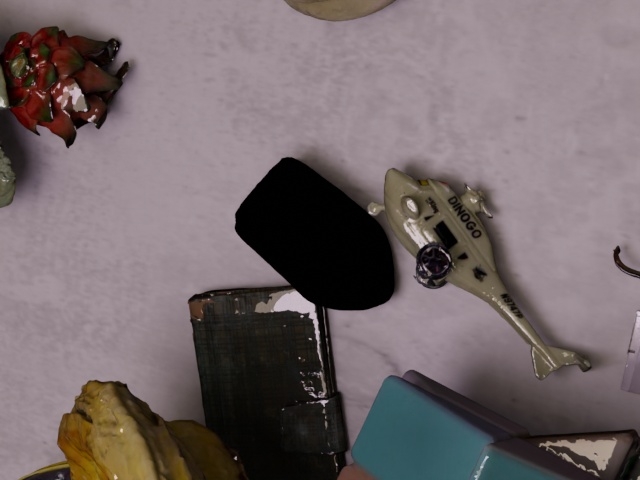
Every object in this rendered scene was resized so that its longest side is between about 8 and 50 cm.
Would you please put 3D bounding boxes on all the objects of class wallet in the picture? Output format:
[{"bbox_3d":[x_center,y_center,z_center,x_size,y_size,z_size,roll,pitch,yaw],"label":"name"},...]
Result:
[{"bbox_3d":[-0.055,0.208,1.367,0.169,0.044,0.317,-6,94,22],"label":"wallet"}]

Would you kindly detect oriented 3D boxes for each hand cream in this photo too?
[{"bbox_3d":[0.367,0.126,1.184,0.142,0.053,0.084,16,101,36],"label":"hand cream"}]

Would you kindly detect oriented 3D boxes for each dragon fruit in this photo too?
[{"bbox_3d":[-0.302,-0.183,1.395,0.142,0.121,0.130,31,115,-8],"label":"dragon fruit"}]

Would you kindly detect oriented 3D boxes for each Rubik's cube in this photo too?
[{"bbox_3d":[0.159,0.312,1.104,0.387,0.368,0.358,25,91,20],"label":"Rubik's cube"}]

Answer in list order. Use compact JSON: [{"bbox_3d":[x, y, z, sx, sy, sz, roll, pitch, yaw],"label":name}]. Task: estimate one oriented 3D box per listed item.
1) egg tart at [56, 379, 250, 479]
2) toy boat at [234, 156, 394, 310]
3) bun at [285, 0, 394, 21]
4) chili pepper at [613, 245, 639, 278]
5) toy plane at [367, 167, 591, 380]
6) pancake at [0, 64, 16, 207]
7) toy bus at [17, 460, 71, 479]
[{"bbox_3d":[-0.144,0.291,1.170,0.352,0.150,0.352,42,139,52],"label":"egg tart"},{"bbox_3d":[0.000,0.000,1.294,0.188,0.061,0.116,40,87,15],"label":"toy boat"},{"bbox_3d":[-0.004,-0.340,1.250,0.237,0.116,0.210,27,104,17],"label":"bun"},{"bbox_3d":[0.399,0.076,1.162,0.268,0.059,0.050,26,139,16],"label":"chili pepper"},{"bbox_3d":[0.162,0.033,1.242,0.108,0.092,0.286,-36,78,-3],"label":"toy plane"},{"bbox_3d":[-0.422,-0.148,1.429,0.253,0.037,0.253,27,126,43],"label":"pancake"},{"bbox_3d":[-0.237,0.407,1.407,0.145,0.151,0.331,-15,91,24],"label":"toy bus"}]
